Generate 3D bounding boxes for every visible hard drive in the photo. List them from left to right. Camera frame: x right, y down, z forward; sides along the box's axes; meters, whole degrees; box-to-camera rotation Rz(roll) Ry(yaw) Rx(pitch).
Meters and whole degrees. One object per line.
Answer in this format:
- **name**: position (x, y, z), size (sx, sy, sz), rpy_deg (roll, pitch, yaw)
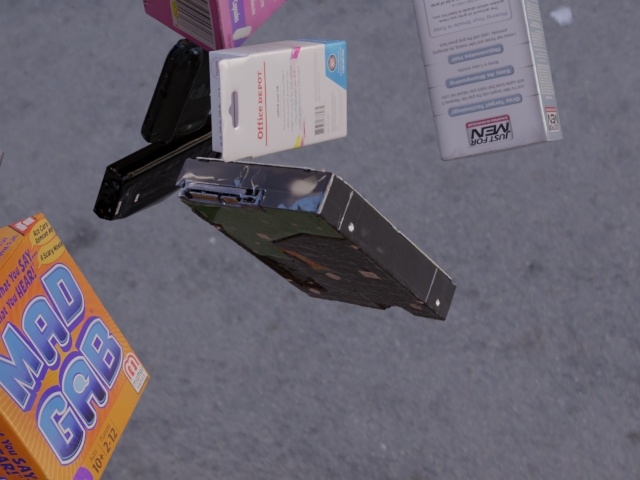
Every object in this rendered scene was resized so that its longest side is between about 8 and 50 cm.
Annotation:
- **hard drive**: position (0.000, 0.000, 1.498), size (0.237, 0.339, 0.064), rpy_deg (7, 71, 37)

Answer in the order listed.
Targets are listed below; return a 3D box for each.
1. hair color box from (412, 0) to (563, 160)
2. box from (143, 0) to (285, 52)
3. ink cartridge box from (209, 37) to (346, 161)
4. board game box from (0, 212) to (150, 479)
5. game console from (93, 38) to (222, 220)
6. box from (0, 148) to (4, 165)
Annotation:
- **hair color box**: position (0.270, -0.332, 1.944), size (0.185, 0.113, 0.374), rpy_deg (-10, 92, 25)
- **box**: position (-0.073, -0.350, 1.194), size (0.117, 0.213, 0.243), rpy_deg (33, 65, 19)
- **ink cartridge box**: position (-0.054, -0.146, 1.188), size (0.061, 0.104, 0.181), rpy_deg (13, 21, 41)
- **board game box**: position (-0.555, 0.237, 1.864), size (0.356, 0.356, 0.356), rpy_deg (-19, 25, 22)
- **game console**: position (-0.189, -0.163, 1.599), size (0.213, 0.361, 0.044), rpy_deg (-33, 74, -37)
- **box**: position (-0.438, -0.059, 1.068), size (0.142, 0.247, 0.163), rpy_deg (-53, 23, 19)
